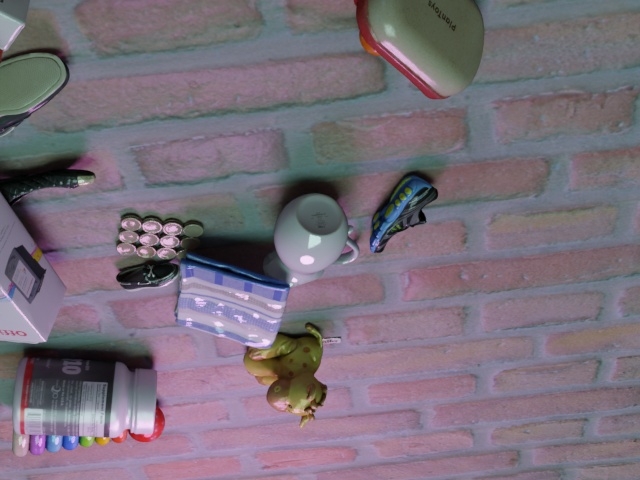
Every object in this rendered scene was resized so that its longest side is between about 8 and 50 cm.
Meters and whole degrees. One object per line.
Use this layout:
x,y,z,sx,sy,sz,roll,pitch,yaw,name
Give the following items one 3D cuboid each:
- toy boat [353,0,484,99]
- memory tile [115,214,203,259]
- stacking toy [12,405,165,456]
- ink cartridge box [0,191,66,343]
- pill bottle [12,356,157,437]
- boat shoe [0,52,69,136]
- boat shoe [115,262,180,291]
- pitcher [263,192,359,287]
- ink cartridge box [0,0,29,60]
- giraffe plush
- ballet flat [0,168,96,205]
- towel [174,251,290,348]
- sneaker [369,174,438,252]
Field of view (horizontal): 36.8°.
0.117,-0.291,1.332,0.231,0.151,0.151,34,159,-37,toy boat
-0.290,-0.004,1.737,0.148,0.012,0.113,6,141,-14,memory tile
-0.515,0.415,2.160,0.331,0.141,0.141,4,141,-16,stacking toy
-0.602,0.038,1.632,0.226,0.131,0.306,4,146,15,ink cartridge box
-0.490,0.331,2.025,0.283,0.161,0.161,4,141,-11,pill bottle
-0.464,-0.208,1.430,0.233,0.084,0.079,-27,175,17,boat shoe
-0.322,0.063,1.795,0.125,0.046,0.038,-11,147,22,boat shoe
0.000,0.000,1.694,0.178,0.125,0.207,-10,155,-18,pitcher
-0.496,-0.307,1.132,0.296,0.261,0.066,24,135,-32,ink cartridge box
-0.054,0.294,2.006,0.210,0.170,0.181,-15,140,14,giraffe plush
-0.445,-0.088,1.574,0.173,0.057,0.049,-7,98,14,ballet flat
-0.172,0.122,1.816,0.209,0.034,0.285,17,151,-2,towel
0.142,-0.035,1.689,0.078,0.067,0.188,20,133,-18,sneaker
